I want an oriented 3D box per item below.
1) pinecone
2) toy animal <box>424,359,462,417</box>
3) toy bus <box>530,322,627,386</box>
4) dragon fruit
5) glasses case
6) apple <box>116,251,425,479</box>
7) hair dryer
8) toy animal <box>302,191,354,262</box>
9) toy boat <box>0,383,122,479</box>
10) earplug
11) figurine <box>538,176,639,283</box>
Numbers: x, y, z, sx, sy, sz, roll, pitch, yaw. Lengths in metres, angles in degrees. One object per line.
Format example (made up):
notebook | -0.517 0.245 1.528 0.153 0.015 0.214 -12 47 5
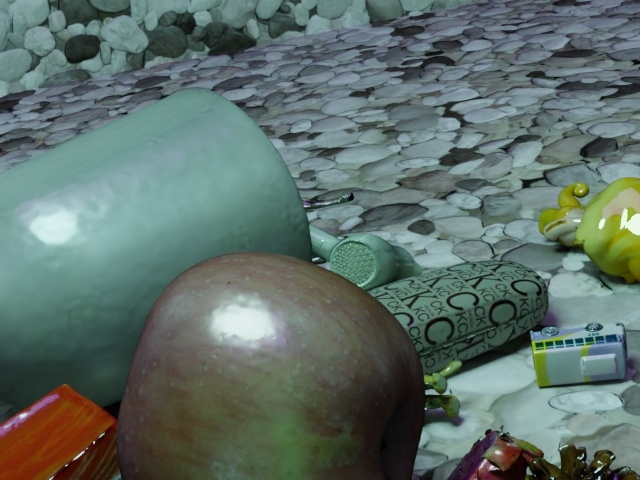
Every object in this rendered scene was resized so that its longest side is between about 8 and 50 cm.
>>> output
pinecone | 0.211 0.231 0.958 0.140 0.120 0.140 -12 15 4
toy animal | 0.057 0.178 1.209 0.136 0.073 0.181 -2 27 36
toy bus | 0.280 0.123 1.262 0.102 0.052 0.058 -7 24 11
dragon fruit | 0.150 0.226 1.046 0.068 0.126 0.112 38 27 3
glasses case | 0.096 0.102 1.341 0.355 0.085 0.137 -18 21 -18
apple | -0.036 0.157 1.011 0.235 0.305 0.306 3 26 21
hair dryer | 0.000 0.000 1.495 0.237 0.075 0.206 22 7 17
toy animal | -0.083 -0.034 1.729 0.260 0.087 0.243 5 26 25
toy boat | -0.309 0.283 1.062 0.332 0.133 0.145 -36 38 -27
earplug | -0.248 0.032 1.382 0.394 0.312 0.313 -29 30 -31
figurine | 0.369 -0.017 1.480 0.156 0.131 0.246 -4 8 -26
